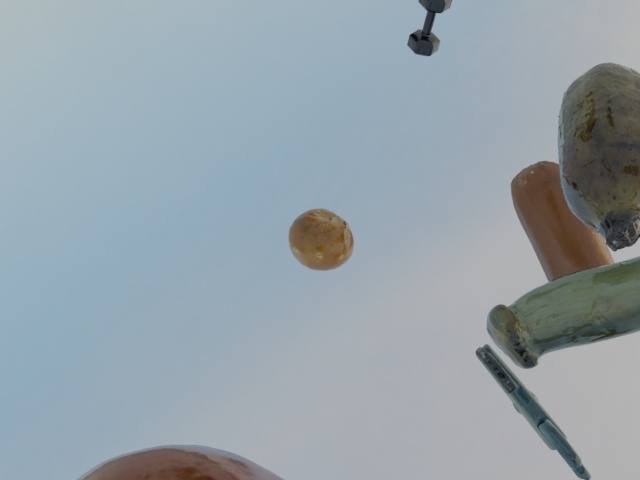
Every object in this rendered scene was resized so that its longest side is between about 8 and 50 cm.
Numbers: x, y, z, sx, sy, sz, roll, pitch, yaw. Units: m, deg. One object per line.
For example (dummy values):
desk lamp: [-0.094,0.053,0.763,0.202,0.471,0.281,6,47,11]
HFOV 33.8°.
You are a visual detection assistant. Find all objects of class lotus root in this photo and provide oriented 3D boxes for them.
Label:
lotus root: [0.336,-0.095,1.210,0.128,0.145,0.260,8,-130,3]

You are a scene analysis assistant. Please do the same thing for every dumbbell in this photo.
dumbbell: [0.133,-0.267,1.284,0.036,0.083,0.040,30,-139,20]

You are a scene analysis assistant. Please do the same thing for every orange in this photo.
orange: [0.000,0.000,1.281,0.083,0.070,0.083,13,-154,-6]

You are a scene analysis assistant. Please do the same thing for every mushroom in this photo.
mushroom: [0.354,0.072,1.272,0.312,0.100,0.081,-19,-135,10]

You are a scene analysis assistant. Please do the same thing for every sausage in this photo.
sausage: [0.382,0.007,1.626,0.105,0.274,0.105,-26,180,0]

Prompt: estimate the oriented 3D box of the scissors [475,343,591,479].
scissors: [0.347,0.276,1.751,0.041,0.138,0.289,-41,-129,3]

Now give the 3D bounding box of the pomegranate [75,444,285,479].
pomegranate: [-0.085,0.265,0.712,0.229,0.252,0.270,-65,-167,-4]
